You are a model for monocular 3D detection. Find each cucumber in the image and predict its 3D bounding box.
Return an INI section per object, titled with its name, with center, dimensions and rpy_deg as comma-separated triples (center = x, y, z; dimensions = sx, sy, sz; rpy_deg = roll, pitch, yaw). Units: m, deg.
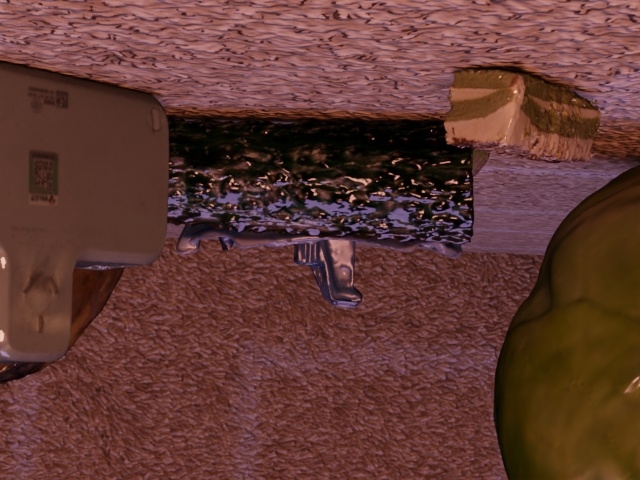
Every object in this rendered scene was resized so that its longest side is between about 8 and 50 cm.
[cucumber]
center = -0.059, -0.052, 1.235
dimensions = 0.359, 0.096, 0.096
rpy_deg = 3, 177, 7

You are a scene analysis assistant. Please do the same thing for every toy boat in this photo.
[toy boat]
center = 0.000, 0.000, 1.716
dimensions = 0.309, 0.142, 0.129
rpy_deg = 2, 179, -6

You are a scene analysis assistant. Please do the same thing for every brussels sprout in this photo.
[brussels sprout]
center = 0.324, 0.143, 1.306
dimensions = 0.361, 0.425, 0.342
rpy_deg = -15, 138, -2

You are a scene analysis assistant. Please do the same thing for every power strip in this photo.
[power strip]
center = -0.201, -0.016, 1.043
dimensions = 0.059, 0.194, 0.265
rpy_deg = -2, 174, 33

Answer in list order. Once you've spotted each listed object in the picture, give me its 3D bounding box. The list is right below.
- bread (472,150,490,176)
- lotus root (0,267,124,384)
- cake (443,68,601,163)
[bread]
center = 0.035, -0.069, 1.378
dimensions = 0.228, 0.034, 0.228
rpy_deg = 1, 178, 0
[lotus root]
center = -0.291, 0.019, 1.265
dimensions = 0.272, 0.192, 0.272
rpy_deg = 18, 173, 2
[cake]
center = 0.129, -0.076, 1.004
dimensions = 0.055, 0.051, 0.140
rpy_deg = 6, 180, 33
